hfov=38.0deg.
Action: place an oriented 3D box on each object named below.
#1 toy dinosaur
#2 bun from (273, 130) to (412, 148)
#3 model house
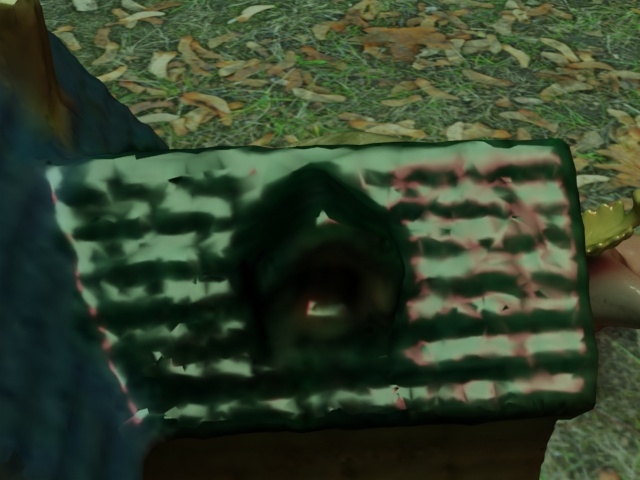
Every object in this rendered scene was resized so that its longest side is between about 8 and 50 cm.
[{"bbox_3d":[0.204,0.047,0.700,0.176,0.152,0.194,-2,-3,-7],"label":"toy dinosaur"},{"bbox_3d":[0.000,0.000,0.740,0.237,0.116,0.210,9,38,33],"label":"bun"},{"bbox_3d":[-0.076,0.069,0.462,0.381,0.343,0.335,-1,37,-5],"label":"model house"}]
